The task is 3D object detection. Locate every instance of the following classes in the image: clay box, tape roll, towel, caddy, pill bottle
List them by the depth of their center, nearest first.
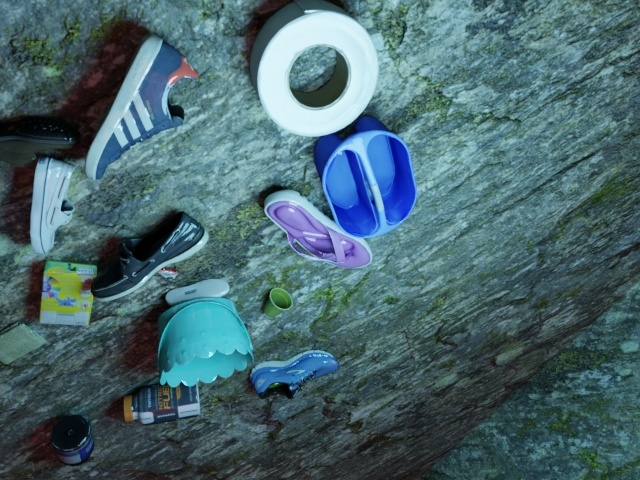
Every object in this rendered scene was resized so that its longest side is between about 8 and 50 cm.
[{"bbox_3d":[-0.015,-0.388,1.115,0.285,0.100,0.287,-10,131,-12],"label":"tape roll"},{"bbox_3d":[0.124,-0.157,1.306,0.241,0.179,0.342,-25,132,-1],"label":"caddy"},{"bbox_3d":[-0.684,0.135,1.327,0.127,0.053,0.222,8,123,-26],"label":"clay box"},{"bbox_3d":[-0.883,0.296,1.404,0.148,0.027,0.110,-27,132,3],"label":"towel"},{"bbox_3d":[-0.843,0.692,1.672,0.122,0.123,0.219,-1,142,-20],"label":"pill bottle"},{"bbox_3d":[-0.544,0.560,1.682,0.245,0.131,0.131,-5,130,-17],"label":"pill bottle"}]

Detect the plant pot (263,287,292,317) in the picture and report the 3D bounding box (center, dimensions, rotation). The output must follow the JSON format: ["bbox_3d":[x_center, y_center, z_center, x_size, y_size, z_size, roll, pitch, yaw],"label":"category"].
[{"bbox_3d":[-0.146,0.210,1.584,0.083,0.083,0.079,17,132,-31],"label":"plant pot"}]

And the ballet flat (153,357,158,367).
[{"bbox_3d":[-0.422,0.362,1.611,0.247,0.083,0.087,-1,104,-20],"label":"ballet flat"}]

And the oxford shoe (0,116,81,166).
[{"bbox_3d":[-0.628,-0.208,1.051,0.226,0.083,0.096,-1,133,-5],"label":"oxford shoe"}]

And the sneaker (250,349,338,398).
[{"bbox_3d":[-0.086,0.512,1.804,0.329,0.147,0.130,-13,132,-11],"label":"sneaker"}]

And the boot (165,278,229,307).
[{"bbox_3d":[-0.364,0.175,1.481,0.189,0.069,0.086,-10,138,-3],"label":"boot"}]

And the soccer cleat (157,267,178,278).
[{"bbox_3d":[-0.449,0.089,1.396,0.083,0.029,0.036,14,118,-35],"label":"soccer cleat"}]

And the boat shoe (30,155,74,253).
[{"bbox_3d":[-0.626,-0.071,1.150,0.084,0.095,0.258,9,125,-22],"label":"boat shoe"}]

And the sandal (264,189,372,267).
[{"bbox_3d":[-0.011,0.005,1.410,0.169,0.102,0.416,-24,136,37],"label":"sandal"}]

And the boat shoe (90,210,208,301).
[{"bbox_3d":[-0.467,0.034,1.277,0.339,0.127,0.113,-27,131,0],"label":"boat shoe"}]

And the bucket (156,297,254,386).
[{"bbox_3d":[-0.350,0.301,1.455,0.280,0.183,0.281,-16,154,-8],"label":"bucket"}]

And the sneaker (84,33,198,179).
[{"bbox_3d":[-0.386,-0.256,1.061,0.148,0.131,0.350,26,115,-30],"label":"sneaker"}]

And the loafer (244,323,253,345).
[{"bbox_3d":[-0.252,0.335,1.660,0.050,0.056,0.148,4,136,-24],"label":"loafer"}]
